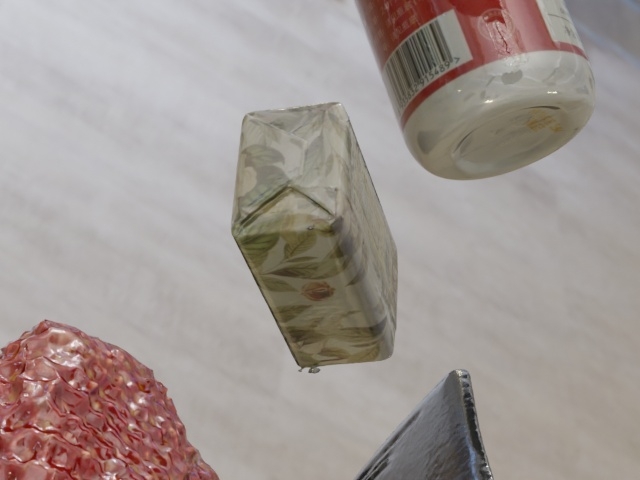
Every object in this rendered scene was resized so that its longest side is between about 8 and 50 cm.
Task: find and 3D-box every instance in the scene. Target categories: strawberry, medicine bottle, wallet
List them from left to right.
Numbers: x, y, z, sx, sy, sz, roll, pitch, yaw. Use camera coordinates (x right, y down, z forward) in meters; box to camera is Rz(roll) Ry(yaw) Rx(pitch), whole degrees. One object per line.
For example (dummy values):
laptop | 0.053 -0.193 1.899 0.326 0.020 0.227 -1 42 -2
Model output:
strawberry | -0.179 0.231 1.179 0.312 0.267 0.351 38 42 -40
wallet | 0.061 0.179 0.978 0.025 0.124 0.244 32 23 -19
medicine bottle | 0.086 -0.173 1.124 0.131 0.131 0.250 3 60 -41

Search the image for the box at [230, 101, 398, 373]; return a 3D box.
box | 0.000 0.000 0.642 0.098 0.045 0.062 66 21 -48
